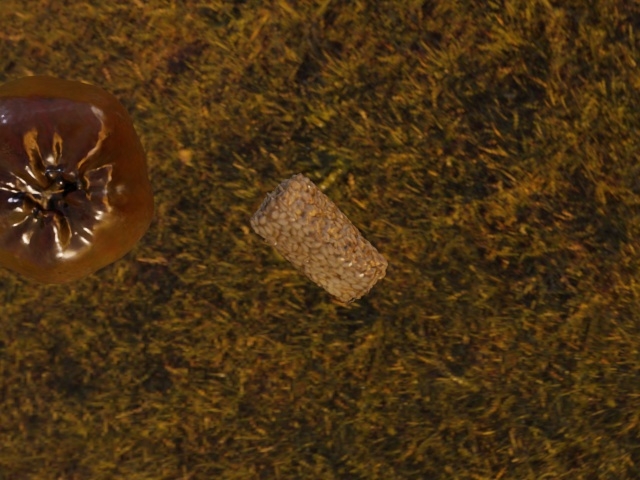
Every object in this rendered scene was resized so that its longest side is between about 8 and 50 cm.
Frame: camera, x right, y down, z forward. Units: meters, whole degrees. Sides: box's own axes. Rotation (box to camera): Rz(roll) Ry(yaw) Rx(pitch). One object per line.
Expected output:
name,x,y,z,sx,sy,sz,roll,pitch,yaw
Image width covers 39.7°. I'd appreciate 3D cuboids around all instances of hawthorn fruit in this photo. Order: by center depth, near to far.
hawthorn fruit,-0.364,-0.092,1.191,0.301,0.267,0.268,30,97,62

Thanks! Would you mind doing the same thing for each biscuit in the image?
biscuit,0.000,0.000,1.033,0.168,0.070,0.082,42,142,-9
